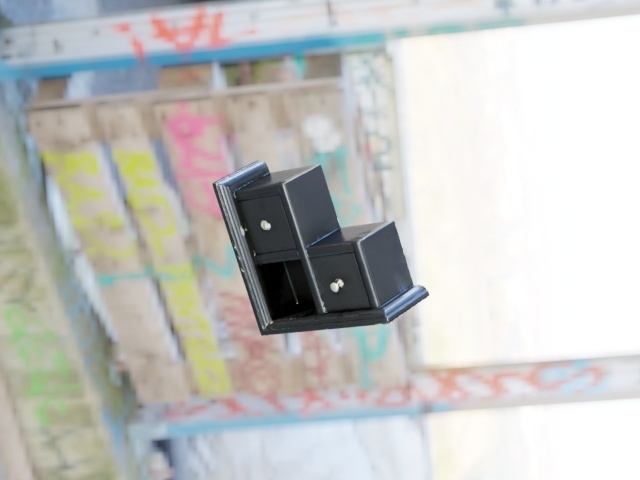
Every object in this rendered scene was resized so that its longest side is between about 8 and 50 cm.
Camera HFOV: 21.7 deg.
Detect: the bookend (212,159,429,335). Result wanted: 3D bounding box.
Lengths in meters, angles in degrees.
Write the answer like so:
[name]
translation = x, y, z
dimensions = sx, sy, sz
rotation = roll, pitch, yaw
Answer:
[bookend]
translation = 0.000, 0.000, 1.552
dimensions = 0.072, 0.157, 0.156
rotation = -31, 108, -48
